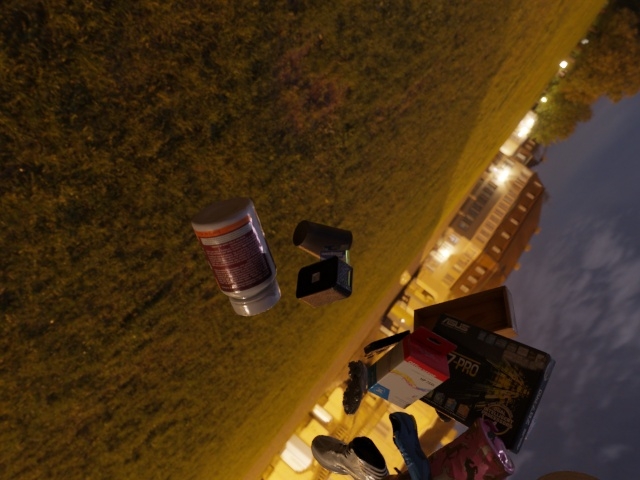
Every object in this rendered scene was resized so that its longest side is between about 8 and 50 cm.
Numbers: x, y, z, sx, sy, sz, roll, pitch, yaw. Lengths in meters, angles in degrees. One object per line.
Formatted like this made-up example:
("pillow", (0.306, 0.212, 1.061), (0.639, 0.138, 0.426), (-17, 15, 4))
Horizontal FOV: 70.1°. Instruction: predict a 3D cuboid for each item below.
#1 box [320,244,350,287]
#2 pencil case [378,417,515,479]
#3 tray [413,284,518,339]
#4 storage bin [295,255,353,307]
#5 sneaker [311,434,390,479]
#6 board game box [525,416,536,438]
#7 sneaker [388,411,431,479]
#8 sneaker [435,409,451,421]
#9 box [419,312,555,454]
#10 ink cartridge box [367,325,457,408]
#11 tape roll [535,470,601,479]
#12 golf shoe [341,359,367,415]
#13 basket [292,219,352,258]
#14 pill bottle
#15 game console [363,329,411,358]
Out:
("box", (0.054, 0.105, 1.724), (0.042, 0.109, 0.178), (11, 77, -68))
("pencil case", (0.341, 0.651, 1.261), (0.386, 0.167, 0.160), (-39, 145, 16))
("tray", (0.584, 0.338, 1.882), (0.411, 0.076, 0.202), (-22, -142, 31))
("storage bin", (0.013, 0.140, 1.536), (0.180, 0.084, 0.121), (-21, -131, 34))
("sneaker", (0.136, 0.975, 2.137), (0.169, 0.448, 0.257), (-29, 123, -43))
("board game box", (0.727, 0.628, 1.632), (0.026, 0.103, 0.154), (-22, 170, 35))
("sneaker", (0.233, 0.566, 1.232), (0.069, 0.082, 0.209), (-54, -148, 34))
("sneaker", (0.619, 0.774, 2.246), (0.109, 0.130, 0.286), (-15, -150, 21))
("box", (0.518, 0.456, 1.518), (0.097, 0.395, 0.318), (39, 76, -43))
("ink cartridge box", (0.245, 0.343, 1.220), (0.231, 0.134, 0.078), (-51, -163, 32))
("tape roll", (0.573, 0.655, 0.993), (0.246, 0.246, 0.169), (-49, 130, -14))
("golf shoe", (0.123, 0.478, 1.466), (0.086, 0.069, 0.176), (44, 50, -40))
("basket", (0.000, 0.000, 2.111), (0.204, 0.227, 0.154), (-47, -142, 31))
("pill bottle", (-0.291, 0.062, 1.653), (0.224, 0.224, 0.391), (-42, 125, -43))
("game console", (0.296, 0.528, 2.257), (0.214, 0.043, 0.361), (-13, 158, -20))
